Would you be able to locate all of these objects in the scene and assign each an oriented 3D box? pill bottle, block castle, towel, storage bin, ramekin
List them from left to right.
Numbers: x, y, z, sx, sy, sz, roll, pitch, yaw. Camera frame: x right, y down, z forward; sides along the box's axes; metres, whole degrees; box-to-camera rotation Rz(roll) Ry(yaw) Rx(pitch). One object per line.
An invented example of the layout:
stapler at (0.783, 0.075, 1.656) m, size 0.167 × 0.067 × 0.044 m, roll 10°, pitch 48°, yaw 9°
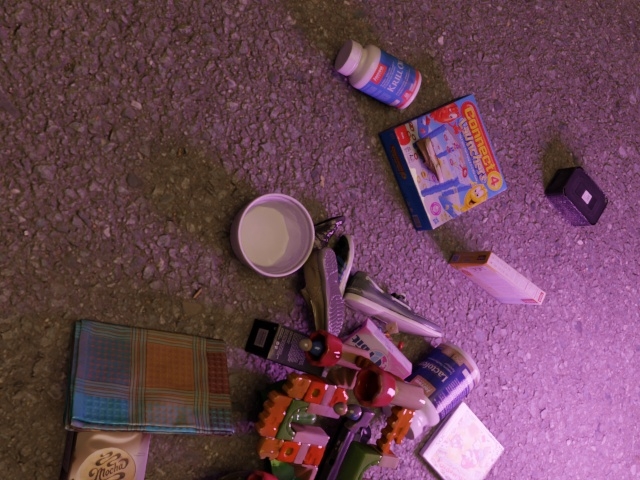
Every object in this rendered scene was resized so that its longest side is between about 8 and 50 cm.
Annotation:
towel at (-0.380, 0.311, 1.573) m, size 0.370 × 0.040 × 0.271 m, roll 11°, pitch 44°, yaw -26°
ramekin at (-0.130, -0.014, 1.751) m, size 0.207 × 0.109 × 0.207 m, roll 1°, pitch 89°, yaw -27°
block castle at (0.004, 0.451, 1.556) m, size 0.213 × 0.303 × 0.453 m, roll 21°, pitch 94°, yaw -34°
pill bottle at (0.154, -0.456, 1.897) m, size 0.222 × 0.124 × 0.124 m, roll 21°, pitch 79°, yaw -24°
pill bottle at (0.305, 0.419, 1.932) m, size 0.265 × 0.153 × 0.153 m, roll -38°, pitch 105°, yaw -23°
storage bin at (0.829, -0.141, 2.249) m, size 0.180 × 0.084 × 0.122 m, roll 42°, pitch 71°, yaw -19°

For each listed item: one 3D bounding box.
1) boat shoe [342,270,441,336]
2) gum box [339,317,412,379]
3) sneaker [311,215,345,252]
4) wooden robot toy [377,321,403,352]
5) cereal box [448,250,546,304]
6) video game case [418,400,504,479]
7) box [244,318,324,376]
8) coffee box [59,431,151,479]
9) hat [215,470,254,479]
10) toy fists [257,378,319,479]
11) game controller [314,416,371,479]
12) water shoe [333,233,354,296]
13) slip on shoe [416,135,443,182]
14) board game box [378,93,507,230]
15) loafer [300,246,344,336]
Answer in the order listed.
boat shoe at (0.210, 0.181, 1.913) m, size 0.319 × 0.116 × 0.099 m, roll 25°, pitch 69°, yaw -19°
gum box at (0.142, 0.308, 1.857) m, size 0.107 × 0.062 × 0.188 m, roll -42°, pitch 94°, yaw 17°
sneaker at (0.001, 0.000, 1.851) m, size 0.170 × 0.051 × 0.089 m, roll -22°, pitch 99°, yaw -21°
wooden robot toy at (0.190, 0.296, 1.923) m, size 0.076 × 0.079 × 0.173 m, roll 12°, pitch 103°, yaw 11°
cereal box at (0.516, 0.111, 2.036) m, size 0.240 × 0.173 × 0.047 m, roll 34°, pitch 73°, yaw -23°
video game case at (0.421, 0.624, 2.055) m, size 0.206 × 0.026 × 0.227 m, roll -47°, pitch 108°, yaw -20°
box at (-0.082, 0.267, 1.740) m, size 0.158 × 0.156 × 0.093 m, roll 23°, pitch 79°, yaw -24°
coffee box at (-0.484, 0.501, 1.553) m, size 0.168 × 0.119 × 0.297 m, roll 10°, pitch 84°, yaw -25°
hat at (-0.229, 0.720, 1.670) m, size 0.331 × 0.134 × 0.331 m, roll 9°, pitch 76°, yaw -36°
toy fists at (-0.077, 0.489, 1.774) m, size 0.142 × 0.096 × 0.279 m, roll -7°, pitch 94°, yaw -19°
game controller at (0.040, 0.613, 1.817) m, size 0.319 × 0.067 × 0.166 m, roll -63°, pitch 156°, yaw -14°
water shoe at (0.033, 0.074, 1.851) m, size 0.080 × 0.073 × 0.203 m, roll 15°, pitch 81°, yaw -20°
slip on shoe at (0.304, -0.219, 1.917) m, size 0.041 × 0.051 × 0.135 m, roll -19°, pitch 109°, yaw 14°
board game box at (0.359, -0.228, 2.014) m, size 0.302 × 0.086 × 0.308 m, roll -28°, pitch 101°, yaw -24°
loafer at (0.001, 0.140, 1.789) m, size 0.094 × 0.087 × 0.251 m, roll -13°, pitch 100°, yaw -60°
